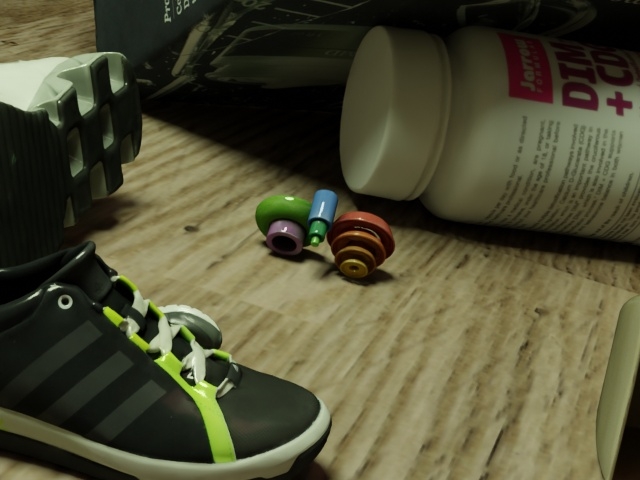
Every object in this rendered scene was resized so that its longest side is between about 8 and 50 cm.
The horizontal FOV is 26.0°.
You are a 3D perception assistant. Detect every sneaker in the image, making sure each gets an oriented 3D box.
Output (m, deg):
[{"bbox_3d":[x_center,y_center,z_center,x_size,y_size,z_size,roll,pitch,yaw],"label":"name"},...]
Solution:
[{"bbox_3d":[-0.105,0.052,0.656,0.235,0.097,0.084,11,20,-5],"label":"sneaker"},{"bbox_3d":[-0.229,-0.041,0.847,0.146,0.122,0.330,1,15,11],"label":"sneaker"},{"bbox_3d":[-0.097,0.055,0.768,0.083,0.031,0.035,9,33,2],"label":"sneaker"}]

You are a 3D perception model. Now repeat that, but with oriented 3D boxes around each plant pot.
[{"bbox_3d":[0.208,0.083,0.771,0.109,0.109,0.096,10,7,-6],"label":"plant pot"}]

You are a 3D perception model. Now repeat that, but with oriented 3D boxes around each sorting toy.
[{"bbox_3d":[0.000,0.000,0.957,0.102,0.061,0.042,8,53,9],"label":"sorting toy"}]

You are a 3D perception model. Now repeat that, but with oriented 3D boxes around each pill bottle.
[{"bbox_3d":[0.169,-0.087,1.128,0.283,0.160,0.160,6,20,-16],"label":"pill bottle"}]

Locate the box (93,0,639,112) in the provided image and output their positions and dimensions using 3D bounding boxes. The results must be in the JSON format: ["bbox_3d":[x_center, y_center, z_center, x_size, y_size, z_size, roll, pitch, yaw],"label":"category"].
[{"bbox_3d":[0.104,-0.307,1.208,0.480,0.297,0.472,1,-10,-31],"label":"box"}]
